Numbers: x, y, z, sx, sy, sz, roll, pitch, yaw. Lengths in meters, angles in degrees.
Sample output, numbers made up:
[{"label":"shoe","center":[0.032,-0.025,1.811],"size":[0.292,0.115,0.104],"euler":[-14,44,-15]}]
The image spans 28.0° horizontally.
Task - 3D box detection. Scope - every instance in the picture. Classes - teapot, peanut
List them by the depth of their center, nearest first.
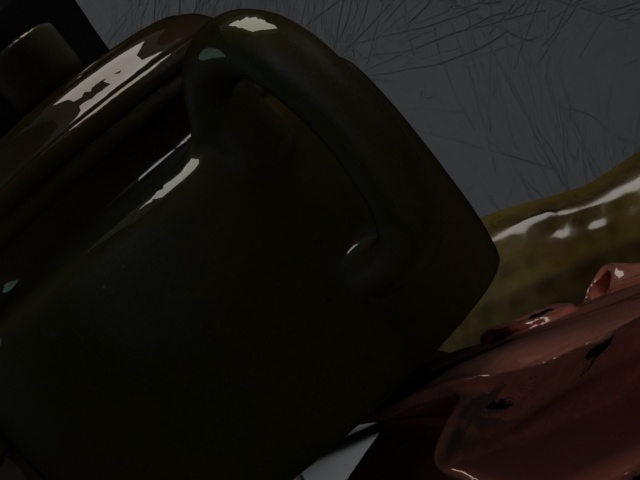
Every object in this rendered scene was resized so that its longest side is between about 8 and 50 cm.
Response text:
[{"label":"teapot","center":[-0.050,-0.007,0.462],"size":[0.185,0.175,0.267],"euler":[-44,6,-30]},{"label":"peanut","center":[0.140,0.012,0.631],"size":[0.229,0.098,0.103],"euler":[-21,-43,12]}]

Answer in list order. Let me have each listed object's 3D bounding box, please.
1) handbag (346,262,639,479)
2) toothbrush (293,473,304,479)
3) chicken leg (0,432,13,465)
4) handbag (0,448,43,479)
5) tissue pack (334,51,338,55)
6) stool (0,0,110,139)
[{"label":"handbag","center":[0.110,0.038,0.468],"size":[0.212,0.059,0.157],"euler":[-22,-1,-23]},{"label":"toothbrush","center":[-0.055,0.124,0.467],"size":[0.027,0.021,0.269],"euler":[-16,0,19]},{"label":"chicken leg","center":[-0.261,0.107,0.880],"size":[0.429,0.201,0.153],"euler":[-37,34,5]},{"label":"handbag","center":[-0.303,0.147,1.079],"size":[0.251,0.193,0.190],"euler":[-24,-7,13]},{"label":"tissue pack","center":[0.000,0.000,0.874],"size":[0.145,0.229,0.159],"euler":[-21,-2,24]},{"label":"stool","center":[-0.215,-0.047,0.761],"size":[0.232,0.141,0.232],"euler":[-31,22,14]}]
